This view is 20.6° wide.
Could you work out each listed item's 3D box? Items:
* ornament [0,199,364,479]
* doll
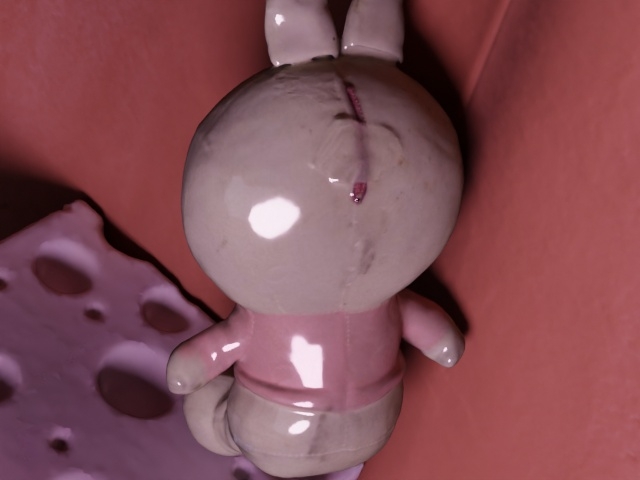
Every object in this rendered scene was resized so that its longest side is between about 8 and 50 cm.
[{"bbox_3d":[-0.168,0.169,1.004,0.240,0.240,0.239,41,133,14],"label":"ornament"},{"bbox_3d":[0.003,0.010,0.857,0.113,0.155,0.275,-116,29,-51],"label":"doll"}]
